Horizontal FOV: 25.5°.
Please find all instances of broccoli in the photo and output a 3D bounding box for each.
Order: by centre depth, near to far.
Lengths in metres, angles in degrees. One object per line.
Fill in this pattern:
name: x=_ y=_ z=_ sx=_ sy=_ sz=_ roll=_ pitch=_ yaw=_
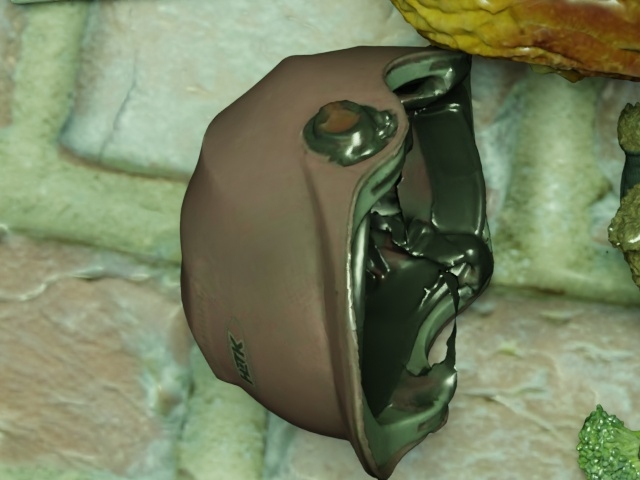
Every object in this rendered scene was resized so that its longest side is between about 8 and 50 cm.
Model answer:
broccoli: x=0.287 y=0.136 z=1.113 sx=0.122 sy=0.118 sz=0.204 roll=34 pitch=73 yaw=9

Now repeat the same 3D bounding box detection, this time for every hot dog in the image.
hot dog: x=0.180 y=-0.255 z=1.008 sx=0.267 sy=0.174 sz=0.387 roll=15 pitch=53 yaw=-5

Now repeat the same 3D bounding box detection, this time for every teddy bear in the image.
teddy bear: x=0.287 y=-0.038 z=1.087 sx=0.182 sy=0.129 sz=0.251 roll=41 pitch=50 yaw=-4

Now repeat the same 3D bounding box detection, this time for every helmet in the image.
helmet: x=0.000 y=0.000 z=1.003 sx=0.197 sy=0.338 sz=0.271 roll=8 pitch=134 yaw=21

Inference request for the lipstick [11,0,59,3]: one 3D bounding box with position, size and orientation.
lipstick: x=-0.116 y=-0.223 z=1.111 sx=0.264 sy=0.059 sz=0.059 roll=-5 pitch=90 yaw=-1
